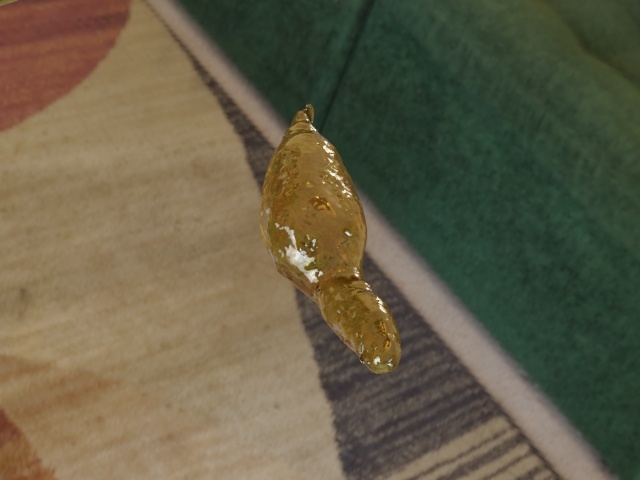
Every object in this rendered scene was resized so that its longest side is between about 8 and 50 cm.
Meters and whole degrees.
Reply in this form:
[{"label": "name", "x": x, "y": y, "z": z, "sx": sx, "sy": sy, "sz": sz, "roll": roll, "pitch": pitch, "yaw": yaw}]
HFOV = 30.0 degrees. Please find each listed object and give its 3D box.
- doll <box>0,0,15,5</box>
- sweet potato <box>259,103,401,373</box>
[{"label": "doll", "x": -0.337, "y": -0.212, "z": 0.845, "sx": 0.209, "sy": 0.340, "sz": 0.318, "roll": 62, "pitch": 21, "yaw": 3}, {"label": "sweet potato", "x": 0.000, "y": 0.003, "z": 0.802, "sx": 0.075, "sy": 0.075, "sz": 0.269, "roll": 4, "pitch": 38, "yaw": -20}]
